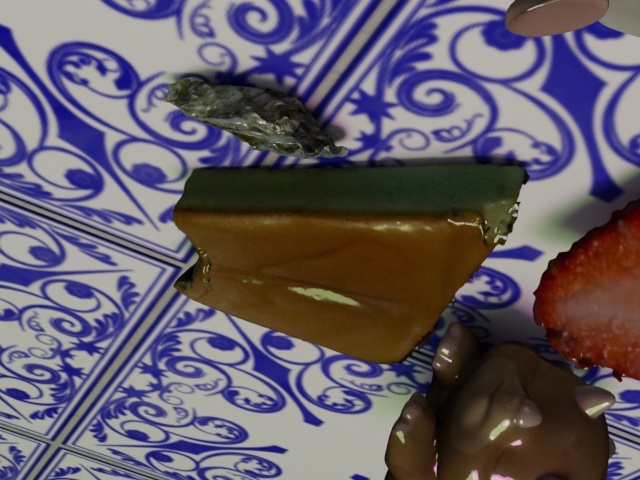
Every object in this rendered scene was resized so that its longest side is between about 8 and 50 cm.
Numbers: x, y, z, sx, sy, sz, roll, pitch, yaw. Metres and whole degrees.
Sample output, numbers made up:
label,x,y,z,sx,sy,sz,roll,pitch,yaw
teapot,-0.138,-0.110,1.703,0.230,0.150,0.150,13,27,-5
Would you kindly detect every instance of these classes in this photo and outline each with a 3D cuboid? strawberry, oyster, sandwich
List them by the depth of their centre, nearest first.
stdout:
label,x,y,z,sx,sy,sz,roll,pitch,yaw
strawberry,0.266,0.026,0.772,0.106,0.175,0.236,0,-159,-43
oyster,-0.037,-0.078,0.805,0.098,0.037,0.100,13,175,36
sandwich,0.000,0.000,0.877,0.212,0.063,0.245,19,146,-7

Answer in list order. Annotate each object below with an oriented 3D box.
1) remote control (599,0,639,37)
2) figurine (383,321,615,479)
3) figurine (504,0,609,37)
label,x,y,z,sx,sy,sz,roll,pitch,yaw
remote control,0.191,-0.162,0.583,0.087,0.029,0.190,12,149,2
figurine,0.150,0.179,0.999,0.173,0.177,0.247,26,139,13
figurine,0.097,-0.166,0.518,0.125,0.138,0.125,-11,160,-4
